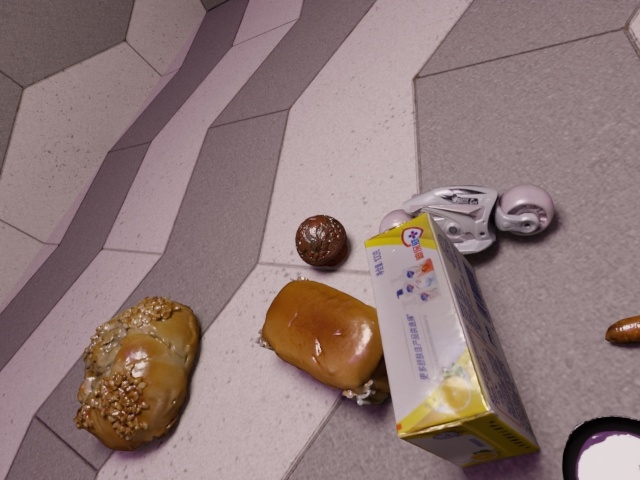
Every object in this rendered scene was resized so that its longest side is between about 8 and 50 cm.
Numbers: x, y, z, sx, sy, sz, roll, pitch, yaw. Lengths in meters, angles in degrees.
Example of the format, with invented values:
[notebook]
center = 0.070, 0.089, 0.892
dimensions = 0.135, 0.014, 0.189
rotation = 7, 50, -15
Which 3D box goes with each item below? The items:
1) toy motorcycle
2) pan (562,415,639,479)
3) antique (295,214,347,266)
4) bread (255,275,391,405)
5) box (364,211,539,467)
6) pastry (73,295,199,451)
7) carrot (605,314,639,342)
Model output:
[toy motorcycle]
center = 0.203, -0.038, 0.655
dimensions = 0.254, 0.112, 0.112
rotation = -11, 52, 28
[pan]
center = 0.324, 0.189, 0.427
dimensions = 0.212, 0.040, 0.115
rotation = -56, 40, 0
[antique]
center = 0.000, 0.000, 0.812
dimensions = 0.104, 0.104, 0.104
rotation = -23, 46, 25
[bread]
center = 0.015, 0.146, 0.678
dimensions = 0.241, 0.107, 0.136
rotation = 16, 72, 46
[box]
center = 0.151, 0.116, 0.543
dimensions = 0.097, 0.168, 0.265
rotation = -29, 45, 24
[pastry]
center = -0.377, 0.249, 0.886
dimensions = 0.255, 0.162, 0.310
rotation = -22, 48, 23
[carrot]
center = 0.398, 0.088, 0.446
dimensions = 0.191, 0.047, 0.047
rotation = -9, 53, 36
